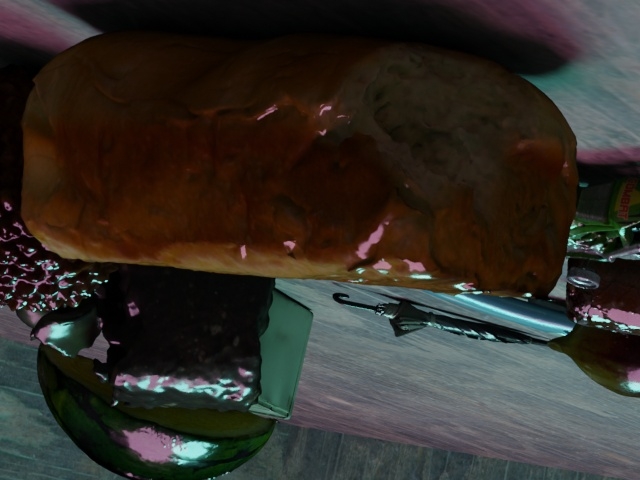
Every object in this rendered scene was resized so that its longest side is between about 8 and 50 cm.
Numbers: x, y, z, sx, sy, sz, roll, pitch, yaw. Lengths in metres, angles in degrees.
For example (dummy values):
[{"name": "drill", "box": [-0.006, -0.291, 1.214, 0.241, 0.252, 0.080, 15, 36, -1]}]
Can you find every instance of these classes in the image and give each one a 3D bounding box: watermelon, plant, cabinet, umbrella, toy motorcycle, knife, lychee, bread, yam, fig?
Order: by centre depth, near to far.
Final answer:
[{"name": "bread", "box": [-0.018, -0.050, 1.019, 0.344, 0.148, 0.195, 4, 178, 36]}, {"name": "toy motorcycle", "box": [0.167, -0.020, 1.192, 0.190, 0.074, 0.106, 6, 160, 32]}, {"name": "lychee", "box": [-0.219, -0.034, 1.232, 0.188, 0.188, 0.188, 12, 170, 2]}, {"name": "yam", "box": [0.269, 0.041, 1.361, 0.141, 0.079, 0.079, 9, 169, 15]}, {"name": "fig", "box": [0.285, 0.099, 1.580, 0.155, 0.103, 0.109, -8, 137, 41]}, {"name": "knife", "box": [0.202, 0.068, 1.719, 0.222, 0.031, 0.064, 18, 173, -8]}, {"name": "plant", "box": [-0.190, 0.088, 1.852, 0.276, 0.188, 0.199, 12, 168, 0]}, {"name": "umbrella", "box": [0.142, 0.100, 1.944, 0.269, 0.044, 0.044, 13, -163, -10]}, {"name": "watermelon", "box": [-0.200, 0.207, 1.983, 0.301, 0.129, 0.123, 18, 137, -5]}, {"name": "cabinet", "box": [-0.123, 0.128, 2.106, 0.145, 0.150, 0.206, 9, 169, 22]}]
